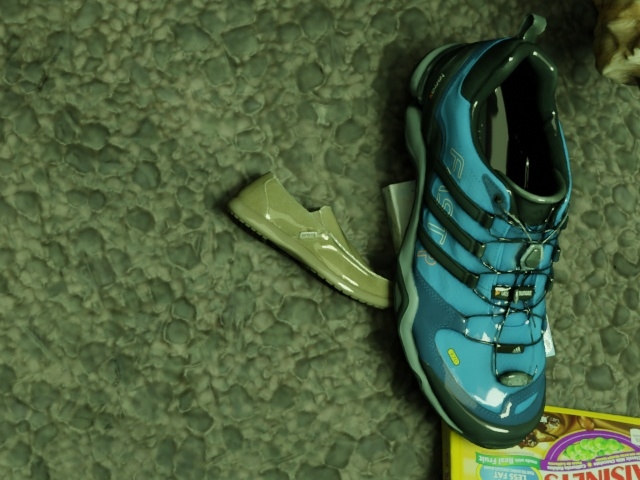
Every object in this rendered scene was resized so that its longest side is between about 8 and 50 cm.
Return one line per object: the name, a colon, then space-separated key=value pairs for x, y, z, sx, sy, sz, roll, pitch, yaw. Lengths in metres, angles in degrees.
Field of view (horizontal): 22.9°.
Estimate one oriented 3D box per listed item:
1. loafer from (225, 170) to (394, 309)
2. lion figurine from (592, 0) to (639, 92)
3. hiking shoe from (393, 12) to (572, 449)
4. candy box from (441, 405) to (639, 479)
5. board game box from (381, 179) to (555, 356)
loafer: x=0.000 y=0.000 z=1.179 sx=0.148 sy=0.056 sz=0.050 roll=34 pitch=86 yaw=-8
lion figurine: x=0.358 y=-0.196 z=1.178 sx=0.392 sy=0.240 sz=0.142 roll=-25 pitch=91 yaw=-14
hiking shoe: x=0.121 y=0.000 z=1.131 sx=0.113 sy=0.132 sz=0.304 roll=-5 pitch=87 yaw=-22
candy box: x=0.193 y=0.179 z=1.201 sx=0.205 sy=0.027 sz=0.105 roll=8 pitch=60 yaw=-11
board game box: x=0.114 y=0.024 z=1.216 sx=0.103 sy=0.026 sz=0.154 roll=-12 pitch=88 yaw=-12
